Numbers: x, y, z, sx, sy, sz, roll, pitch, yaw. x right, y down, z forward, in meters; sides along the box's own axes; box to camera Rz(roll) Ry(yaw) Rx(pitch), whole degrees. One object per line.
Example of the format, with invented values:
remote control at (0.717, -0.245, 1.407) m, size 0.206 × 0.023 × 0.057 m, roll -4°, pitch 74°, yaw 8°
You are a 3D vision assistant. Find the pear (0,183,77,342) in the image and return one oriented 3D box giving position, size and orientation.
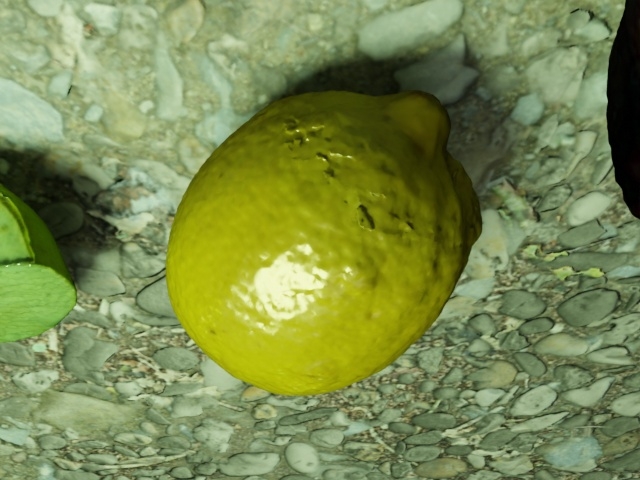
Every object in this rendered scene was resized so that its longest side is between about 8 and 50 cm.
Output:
pear at (-0.378, 0.031, 0.749) m, size 0.288 × 0.139 × 0.239 m, roll -8°, pitch 150°, yaw 1°

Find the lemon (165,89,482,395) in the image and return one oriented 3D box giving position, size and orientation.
lemon at (0.000, 0.000, 0.642) m, size 0.245 × 0.245 × 0.320 m, roll 29°, pitch 118°, yaw -27°

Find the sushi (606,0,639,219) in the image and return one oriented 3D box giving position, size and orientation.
sushi at (0.343, -0.152, 0.474) m, size 0.299 × 0.281 × 0.294 m, roll -16°, pitch 135°, yaw -5°
